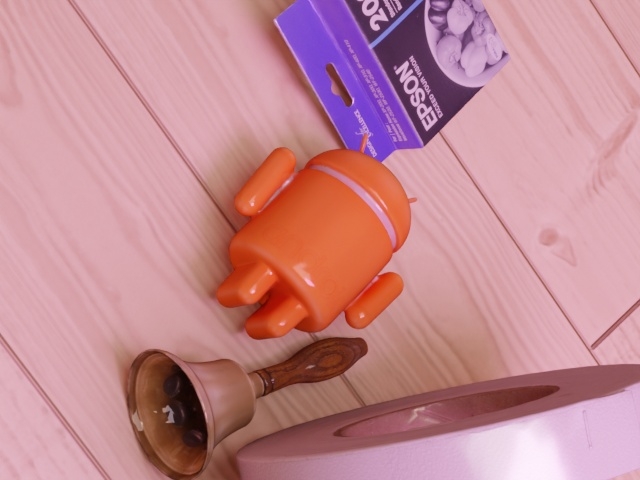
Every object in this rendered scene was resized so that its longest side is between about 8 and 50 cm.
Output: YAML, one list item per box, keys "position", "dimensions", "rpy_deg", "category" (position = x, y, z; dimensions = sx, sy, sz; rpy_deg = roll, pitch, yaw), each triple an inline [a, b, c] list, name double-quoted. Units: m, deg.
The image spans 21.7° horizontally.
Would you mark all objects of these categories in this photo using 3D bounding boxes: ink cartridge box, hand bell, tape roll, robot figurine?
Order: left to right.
- position: [-0.051, 0.132, 1.594]
  dimensions: [0.242, 0.126, 0.126]
  rpy_deg: [-17, 92, -39]
  category: "hand bell"
- position: [0.001, 0.002, 1.603]
  dimensions: [0.158, 0.128, 0.219]
  rpy_deg: [33, 66, 24]
  category: "robot figurine"
- position: [0.077, -0.201, 1.674]
  dimensions: [0.208, 0.045, 0.206]
  rpy_deg: [-45, 123, -22]
  category: "ink cartridge box"
- position: [0.119, 0.182, 1.493]
  dimensions: [0.392, 0.392, 0.072]
  rpy_deg: [-11, 90, -26]
  category: "tape roll"
